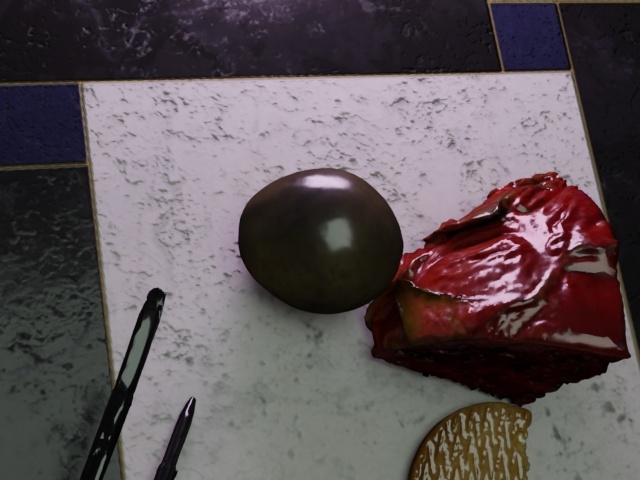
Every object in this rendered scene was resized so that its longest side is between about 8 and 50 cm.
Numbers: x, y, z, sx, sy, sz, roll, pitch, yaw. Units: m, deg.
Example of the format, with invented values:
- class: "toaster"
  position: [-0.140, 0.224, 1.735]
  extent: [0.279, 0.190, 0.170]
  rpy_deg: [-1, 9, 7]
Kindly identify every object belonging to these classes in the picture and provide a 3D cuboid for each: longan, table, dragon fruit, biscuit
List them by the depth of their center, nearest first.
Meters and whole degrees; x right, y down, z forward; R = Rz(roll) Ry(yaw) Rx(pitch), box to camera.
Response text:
- class: "table"
  position: [-0.224, 0.198, 1.175]
  extent: [0.317, 0.317, 0.249]
  rpy_deg: [17, 59, -11]
- class: "longan"
  position: [0.000, 0.000, 1.378]
  extent: [0.187, 0.167, 0.167]
  rpy_deg: [2, 69, 10]
- class: "biscuit"
  position: [0.167, 0.288, 1.396]
  extent: [0.144, 0.033, 0.224]
  rpy_deg: [16, 68, -9]
- class: "dragon fruit"
  position: [0.214, 0.051, 1.444]
  extent: [0.302, 0.240, 0.330]
  rpy_deg: [4, 45, 13]
